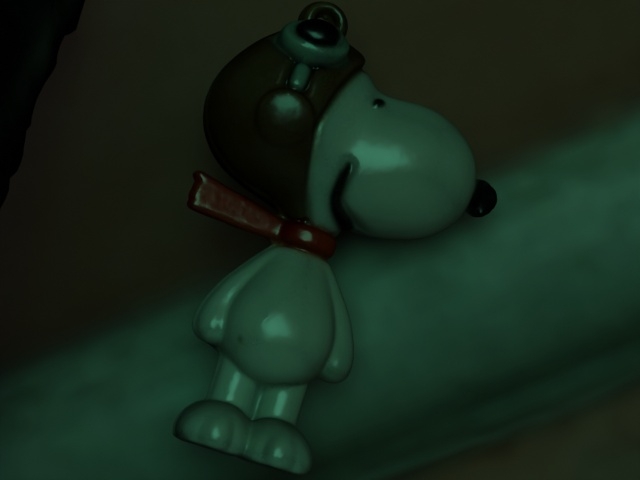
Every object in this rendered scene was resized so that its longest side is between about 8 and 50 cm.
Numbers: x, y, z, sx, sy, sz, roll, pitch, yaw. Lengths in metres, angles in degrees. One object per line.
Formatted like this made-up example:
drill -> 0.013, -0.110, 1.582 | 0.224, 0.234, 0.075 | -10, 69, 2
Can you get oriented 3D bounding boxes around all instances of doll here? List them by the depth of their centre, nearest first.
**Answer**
doll -> -0.007, 0.000, 0.364 | 0.058, 0.040, 0.085 | 37, 80, -1

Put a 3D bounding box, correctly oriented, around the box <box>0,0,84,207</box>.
box -> -0.222, -0.016, 0.254 | 0.350, 0.091, 0.359 | 6, 33, 2
